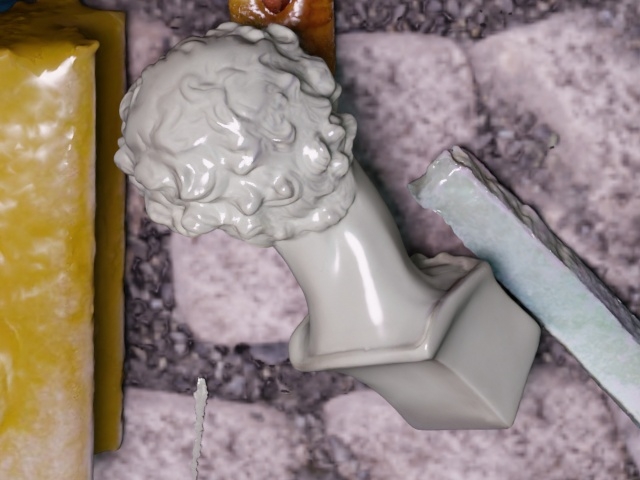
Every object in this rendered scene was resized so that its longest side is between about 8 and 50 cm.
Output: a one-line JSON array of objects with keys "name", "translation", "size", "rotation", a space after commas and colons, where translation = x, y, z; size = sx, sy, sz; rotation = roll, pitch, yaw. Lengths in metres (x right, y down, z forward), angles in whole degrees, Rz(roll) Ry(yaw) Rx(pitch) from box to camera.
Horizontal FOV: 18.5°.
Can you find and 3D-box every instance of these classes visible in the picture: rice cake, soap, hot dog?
[{"name": "rice cake", "translation": [0.136, 0.026, 1.149], "size": [0.043, 0.034, 0.211], "rotation": [-41, 103, 21]}, {"name": "soap", "translation": [-0.240, 0.006, 1.102], "size": [0.259, 0.143, 0.281], "rotation": [1, 112, 1]}, {"name": "hot dog", "translation": [-0.025, -0.171, 1.087], "size": [0.066, 0.047, 0.216], "rotation": [1, 107, 4]}]

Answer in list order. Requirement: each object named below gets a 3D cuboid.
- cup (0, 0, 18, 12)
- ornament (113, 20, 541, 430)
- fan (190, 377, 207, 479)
[{"name": "cup", "translation": [-0.299, -0.195, 0.920], "size": [0.308, 0.292, 0.242], "rotation": [-22, 84, 42]}, {"name": "ornament", "translation": [0.010, 0.003, 1.071], "size": [0.285, 0.120, 0.130], "rotation": [45, 142, -16]}, {"name": "fan", "translation": [-0.084, 0.231, 1.227], "size": [0.182, 0.010, 0.310], "rotation": [4, 107, 1]}]
